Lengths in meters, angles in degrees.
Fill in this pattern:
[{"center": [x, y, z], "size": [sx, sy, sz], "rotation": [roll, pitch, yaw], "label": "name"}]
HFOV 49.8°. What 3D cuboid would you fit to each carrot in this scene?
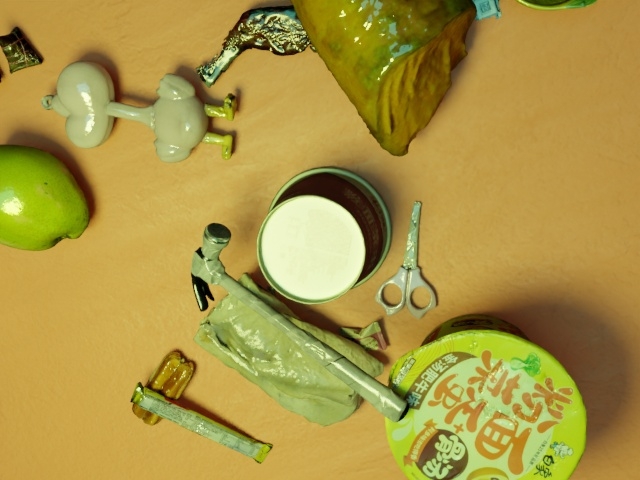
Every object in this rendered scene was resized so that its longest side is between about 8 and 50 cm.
[{"center": [0.111, -0.327, 1.066], "size": [0.241, 0.241, 0.341], "rotation": [-34, 90, 14], "label": "carrot"}]

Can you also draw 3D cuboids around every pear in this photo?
[{"center": [-0.536, -0.071, 1.265], "size": [0.219, 0.187, 0.187], "rotation": [38, 105, -18], "label": "pear"}]

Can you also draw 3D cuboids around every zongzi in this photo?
[{"center": [-0.564, -0.365, 1.281], "size": [0.067, 0.074, 0.083], "rotation": [-14, 137, 12], "label": "zongzi"}]

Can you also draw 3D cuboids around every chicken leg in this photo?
[{"center": [-0.108, -0.347, 1.200], "size": [0.253, 0.051, 0.106], "rotation": [-17, 102, 15], "label": "chicken leg"}]

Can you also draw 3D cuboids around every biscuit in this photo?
[{"center": [-0.230, 0.355, 1.331], "size": [0.291, 0.026, 0.048], "rotation": [29, 112, -10], "label": "biscuit"}]

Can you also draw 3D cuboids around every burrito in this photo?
[{"center": [-0.063, 0.214, 1.247], "size": [0.331, 0.135, 0.190], "rotation": [34, 106, 2], "label": "burrito"}]

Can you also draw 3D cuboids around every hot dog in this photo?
[{"center": [-0.310, 0.294, 1.351], "size": [0.071, 0.045, 0.165], "rotation": [36, 104, 0], "label": "hot dog"}]

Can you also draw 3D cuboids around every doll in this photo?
[{"center": [-0.334, -0.228, 1.238], "size": [0.364, 0.094, 0.160], "rotation": [11, 112, 10], "label": "doll"}]

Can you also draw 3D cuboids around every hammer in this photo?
[{"center": [-0.039, 0.140, 1.087], "size": [0.426, 0.044, 0.152], "rotation": [33, 125, 16], "label": "hammer"}]

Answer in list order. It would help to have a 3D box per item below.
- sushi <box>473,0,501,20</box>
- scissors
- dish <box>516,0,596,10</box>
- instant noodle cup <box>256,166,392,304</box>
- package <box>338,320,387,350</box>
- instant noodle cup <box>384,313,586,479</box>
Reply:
[{"center": [0.214, -0.452, 1.131], "size": [0.139, 0.031, 0.201], "rotation": [-11, 98, 11], "label": "sushi"}, {"center": [0.161, 0.036, 1.234], "size": [0.110, 0.021, 0.212], "rotation": [7, 102, 7], "label": "scissors"}, {"center": [0.361, -0.430, 1.085], "size": [0.207, 0.080, 0.149], "rotation": [25, 100, 6], "label": "dish"}, {"center": [0.000, 0.000, 1.175], "size": [0.234, 0.178, 0.235], "rotation": [2, 102, 9], "label": "instant noodle cup"}, {"center": [0.076, 0.181, 1.271], "size": [0.083, 0.029, 0.059], "rotation": [-12, 105, 23], "label": "package"}, {"center": [0.263, 0.261, 1.153], "size": [0.311, 0.221, 0.312], "rotation": [2, 100, 9], "label": "instant noodle cup"}]
